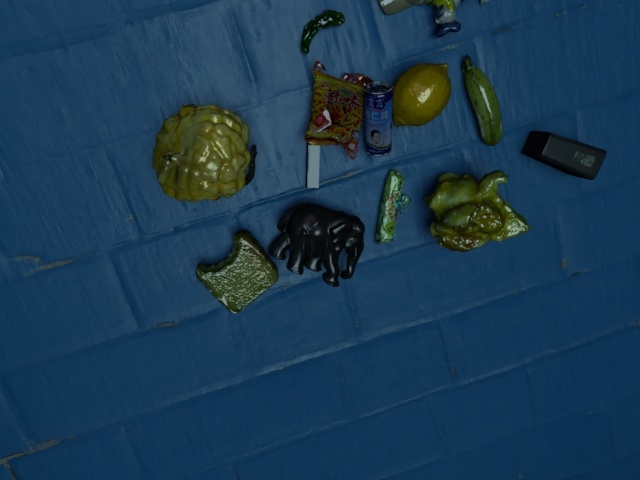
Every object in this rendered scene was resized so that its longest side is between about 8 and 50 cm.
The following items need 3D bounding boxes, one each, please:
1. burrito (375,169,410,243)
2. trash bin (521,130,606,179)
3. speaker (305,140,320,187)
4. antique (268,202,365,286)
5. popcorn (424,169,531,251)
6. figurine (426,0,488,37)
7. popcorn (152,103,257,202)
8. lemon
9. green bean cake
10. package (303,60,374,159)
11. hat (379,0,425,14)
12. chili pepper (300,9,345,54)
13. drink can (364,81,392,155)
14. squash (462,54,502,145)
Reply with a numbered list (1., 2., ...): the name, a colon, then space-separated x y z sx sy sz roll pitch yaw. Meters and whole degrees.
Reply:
1. burrito: 0.271 -0.117 1.882 0.104 0.054 0.288 5 105 -10
2. trash bin: 0.882 -0.320 1.866 0.225 0.165 0.115 19 103 -11
3. speaker: -0.026 -0.282 1.797 0.046 0.040 0.191 -1 105 -9
4. antique: 0.000 0.000 1.807 0.322 0.185 0.255 22 102 -10
5. popcorn: 0.543 -0.125 1.807 0.321 0.290 0.326 -4 130 -24
6. figurine: 0.469 -0.815 1.639 0.283 0.204 0.338 11 117 -44
7. popcorn: -0.349 -0.259 1.630 0.349 0.349 0.381 -56 144 8
8. lemon: 0.335 -0.488 1.718 0.188 0.188 0.257 38 104 -17
9. green bean cake: -0.295 0.104 1.821 0.236 0.124 0.233 -38 109 3
10. package: 0.050 -0.435 1.725 0.223 0.108 0.288 11 88 -26
11. hat: 0.274 -0.817 1.669 0.175 0.085 0.147 -34 109 0
12. chili pepper: -0.004 -0.697 1.679 0.182 0.050 0.073 -38 114 5
13. drink can: 0.196 -0.407 1.727 0.097 0.097 0.235 -9 129 -6
14. squash: 0.578 -0.494 1.806 0.094 0.094 0.341 -24 107 -2
